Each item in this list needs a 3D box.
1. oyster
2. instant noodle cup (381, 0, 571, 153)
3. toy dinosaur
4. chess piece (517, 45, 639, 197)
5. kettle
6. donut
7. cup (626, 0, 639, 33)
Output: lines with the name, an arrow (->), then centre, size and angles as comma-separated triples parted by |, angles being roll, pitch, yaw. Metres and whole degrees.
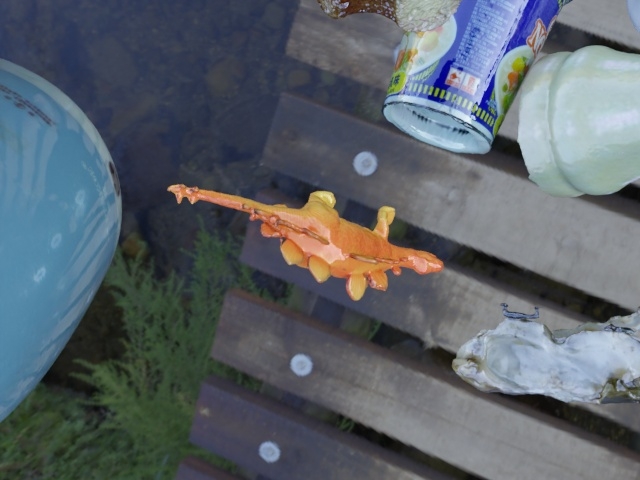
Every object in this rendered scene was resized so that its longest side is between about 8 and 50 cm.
oyster -> 0.344, 0.151, 1.085 | 0.336, 0.198, 0.133 | -1, 83, 10
instant noodle cup -> 0.243, -0.324, 1.368 | 0.284, 0.284, 0.312 | 20, 84, 17
toy dinosaur -> 0.000, 0.000, 0.776 | 0.288, 0.117, 0.070 | 16, 114, -23
chess piece -> 0.531, -0.188, 1.186 | 0.442, 0.234, 0.234 | -1, 107, 46
kettle -> -0.289, -0.003, 0.523 | 0.247, 0.342, 0.320 | -10, 113, 2
donut -> 0.086, -0.329, 0.999 | 0.126, 0.186, 0.144 | 100, 154, -60
cup -> 0.702, -0.505, 1.496 | 0.212, 0.212, 0.317 | 33, 156, 11
